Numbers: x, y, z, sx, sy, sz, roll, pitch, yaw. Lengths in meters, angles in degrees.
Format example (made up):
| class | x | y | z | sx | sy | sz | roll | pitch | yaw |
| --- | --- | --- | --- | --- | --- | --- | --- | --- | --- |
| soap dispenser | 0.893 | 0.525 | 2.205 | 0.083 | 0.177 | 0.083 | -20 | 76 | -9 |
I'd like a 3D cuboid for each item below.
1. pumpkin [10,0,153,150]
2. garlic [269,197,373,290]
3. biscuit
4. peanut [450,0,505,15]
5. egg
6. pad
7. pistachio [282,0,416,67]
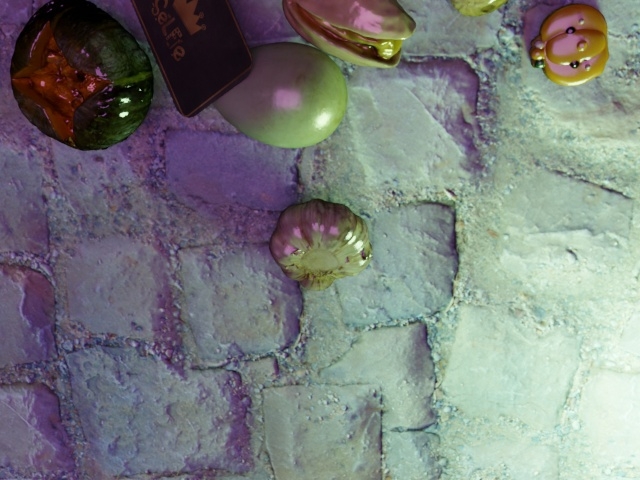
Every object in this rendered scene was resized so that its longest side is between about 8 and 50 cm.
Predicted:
| class | x | y | z | sx | sy | sz | roll | pitch | yaw |
| --- | --- | --- | --- | --- | --- | --- | --- | --- | --- |
| pumpkin | -0.506 | -0.341 | 1.625 | 0.320 | 0.192 | 0.320 | 8 | 113 | 20 |
| garlic | 0.000 | 0.000 | 1.748 | 0.244 | 0.160 | 0.245 | 0 | 131 | 0 |
| biscuit | 0.520 | -0.405 | 1.599 | 0.170 | 0.050 | 0.170 | 2 | 110 | 5 |
| peanut | 0.368 | -0.536 | 1.528 | 0.236 | 0.120 | 0.110 | -27 | 67 | 20 |
| egg | -0.089 | -0.308 | 1.605 | 0.295 | 0.218 | 0.218 | 11 | 111 | 8 |
| pad | -0.319 | -0.443 | 1.569 | 0.315 | 0.063 | 0.375 | -28 | 84 | 38 |
| pistachio | 0.050 | -0.468 | 1.546 | 0.299 | 0.187 | 0.187 | 34 | 110 | 5 |
